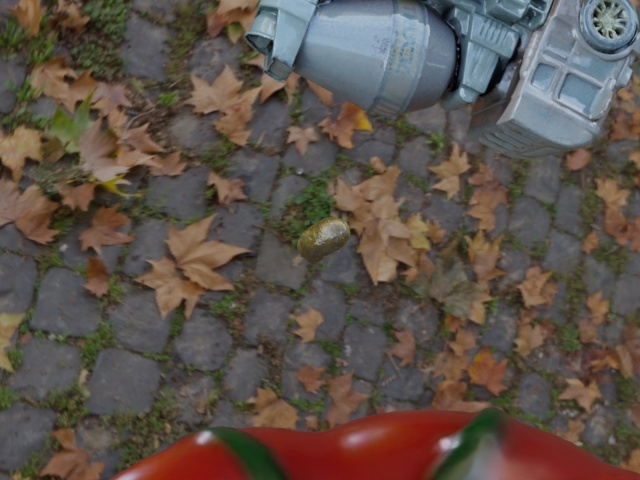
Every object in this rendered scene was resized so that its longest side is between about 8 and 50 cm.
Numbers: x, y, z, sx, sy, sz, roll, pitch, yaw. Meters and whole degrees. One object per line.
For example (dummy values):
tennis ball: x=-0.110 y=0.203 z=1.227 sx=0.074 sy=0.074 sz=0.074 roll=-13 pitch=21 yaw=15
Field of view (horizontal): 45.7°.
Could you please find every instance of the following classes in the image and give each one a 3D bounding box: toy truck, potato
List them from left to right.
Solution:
potato: x=0.000 y=0.000 z=0.980 sx=0.046 sy=0.092 sz=0.045 roll=-3 pitch=71 yaw=-40
toy truck: x=0.086 y=-0.138 z=0.538 sx=0.256 sy=0.108 sz=0.140 roll=24 pitch=84 yaw=-12

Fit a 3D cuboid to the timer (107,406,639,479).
timer: x=0.025 y=0.225 z=0.260 sx=0.378 sy=0.378 sz=0.279 roll=-10 pitch=103 yaw=-24
